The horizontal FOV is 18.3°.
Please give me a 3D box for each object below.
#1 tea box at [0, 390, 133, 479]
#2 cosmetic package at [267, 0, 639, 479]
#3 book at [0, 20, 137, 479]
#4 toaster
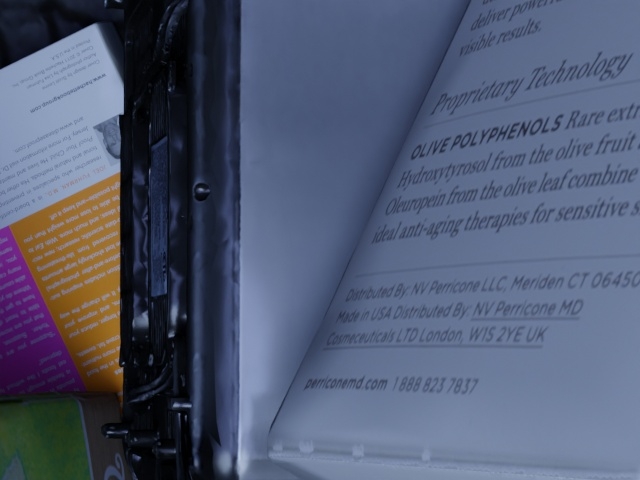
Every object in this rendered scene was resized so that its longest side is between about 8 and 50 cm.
[{"bbox_3d":[-0.185,0.216,0.508,0.220,0.323,0.329,-10,85,17],"label":"tea box"},{"bbox_3d":[0.166,-0.071,0.455,0.197,0.155,0.365,32,73,-21],"label":"cosmetic package"},{"bbox_3d":[-0.082,0.014,0.654,0.096,0.035,0.144,-24,94,11],"label":"book"},{"bbox_3d":[0.000,0.000,0.551,0.110,0.168,0.186,1,86,-11],"label":"toaster"}]
